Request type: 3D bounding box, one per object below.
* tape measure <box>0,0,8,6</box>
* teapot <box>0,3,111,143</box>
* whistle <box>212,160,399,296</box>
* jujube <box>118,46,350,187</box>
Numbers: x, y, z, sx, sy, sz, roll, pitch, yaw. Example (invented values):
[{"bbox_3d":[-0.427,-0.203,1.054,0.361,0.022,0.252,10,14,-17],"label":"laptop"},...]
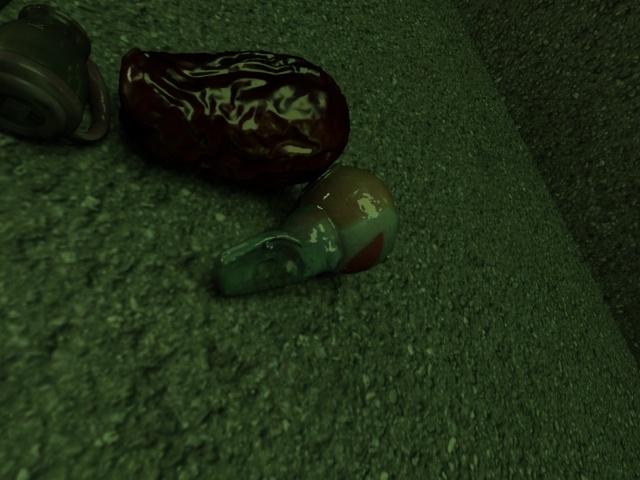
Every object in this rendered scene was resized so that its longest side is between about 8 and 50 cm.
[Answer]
[{"bbox_3d":[-0.413,-0.440,0.457,0.138,0.262,0.259,19,53,-22],"label":"tape measure"},{"bbox_3d":[-0.316,-0.198,0.486,0.148,0.116,0.145,23,56,-34],"label":"teapot"},{"bbox_3d":[0.000,0.000,0.631,0.348,0.189,0.189,-30,88,-37],"label":"whistle"},{"bbox_3d":[-0.120,-0.187,0.617,0.342,0.216,0.216,3,64,-35],"label":"jujube"}]
